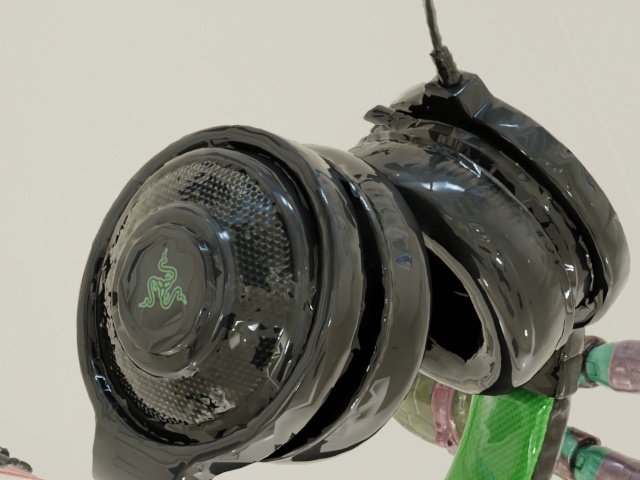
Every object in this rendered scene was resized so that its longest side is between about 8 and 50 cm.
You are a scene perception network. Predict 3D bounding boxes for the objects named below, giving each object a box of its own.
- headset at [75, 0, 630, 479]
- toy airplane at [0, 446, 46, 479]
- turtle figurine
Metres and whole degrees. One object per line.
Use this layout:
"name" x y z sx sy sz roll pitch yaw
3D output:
"headset" 0.000 0.000 0.740 0.243 0.185 0.394 -17 118 -43
"toy airplane" -0.252 0.136 1.179 0.151 0.028 0.151 9 171 1
"turtle figurine" 0.101 0.082 1.068 0.118 0.234 0.175 -37 133 -42
